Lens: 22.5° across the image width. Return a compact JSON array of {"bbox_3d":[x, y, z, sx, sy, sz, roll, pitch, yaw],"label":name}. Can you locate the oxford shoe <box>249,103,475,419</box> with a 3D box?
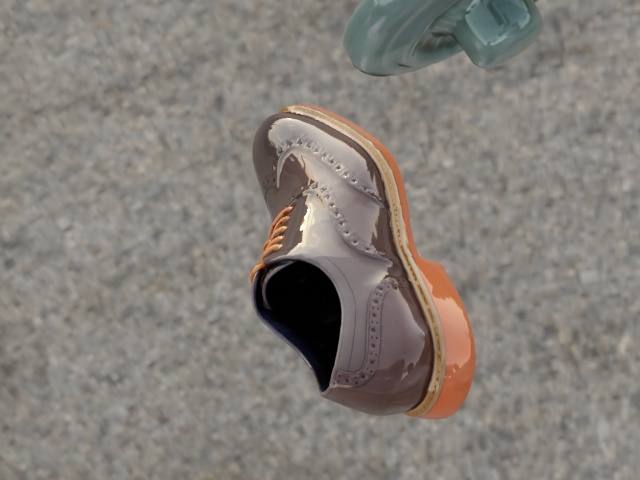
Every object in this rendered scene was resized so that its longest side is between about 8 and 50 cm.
[{"bbox_3d":[0.000,0.000,0.998,0.098,0.097,0.271,2,36,-28],"label":"oxford shoe"}]

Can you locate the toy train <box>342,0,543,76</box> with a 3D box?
[{"bbox_3d":[0.052,-0.149,0.347,0.190,0.334,0.142,-32,79,2],"label":"toy train"}]
